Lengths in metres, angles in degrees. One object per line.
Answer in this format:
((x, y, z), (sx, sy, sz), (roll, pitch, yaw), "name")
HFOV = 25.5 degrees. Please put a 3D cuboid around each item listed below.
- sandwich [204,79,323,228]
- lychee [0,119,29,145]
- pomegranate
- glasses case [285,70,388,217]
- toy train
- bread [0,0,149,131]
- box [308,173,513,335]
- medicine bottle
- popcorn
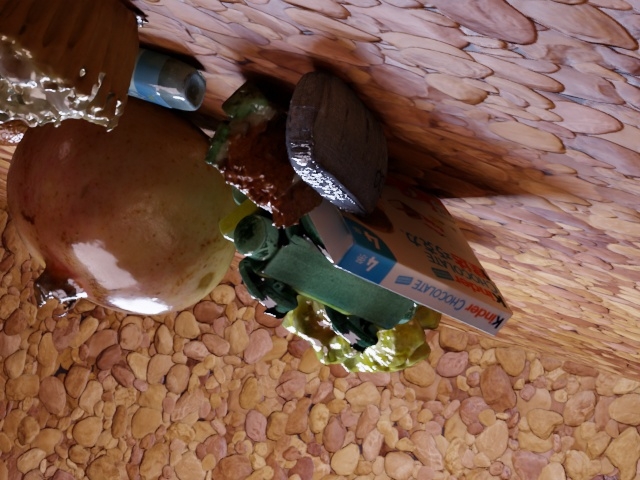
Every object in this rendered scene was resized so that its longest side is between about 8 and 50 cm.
((-0.050, -0.096, 1.658), (0.160, 0.109, 0.185), (41, -173, 12), "sandwich")
((-0.463, -0.197, 2.174), (0.101, 0.140, 0.114), (17, 135, 49), "lychee")
((-0.281, -0.036, 1.961), (0.338, 0.338, 0.338), (19, 172, 3), "pomegranate")
((0.021, -0.103, 1.567), (0.067, 0.109, 0.282), (7, 169, 17), "glasses case")
((0.000, 0.000, 1.890), (0.369, 0.150, 0.237), (27, -148, -50), "toy train")
((-0.325, -0.211, 1.514), (0.274, 0.149, 0.274), (19, 166, 5), "bread")
((0.091, -0.013, 1.792), (0.273, 0.048, 0.265), (24, -156, -35), "box")
((-0.241, -0.207, 1.679), (0.208, 0.054, 0.090), (17, 172, 14), "medicine bottle")
((0.057, 0.075, 2.210), (0.282, 0.282, 0.247), (14, -177, 34), "popcorn")
